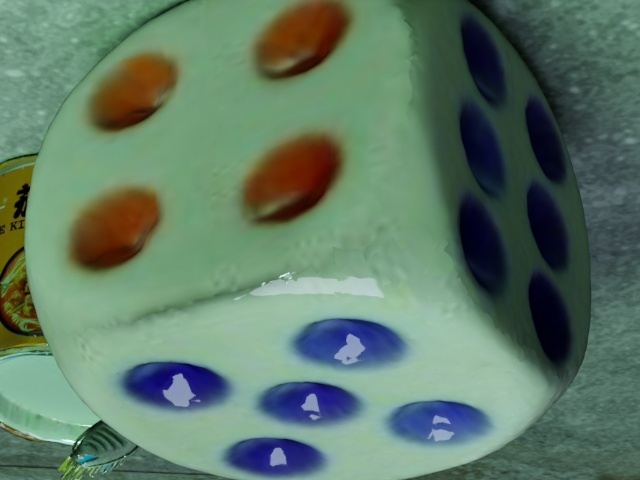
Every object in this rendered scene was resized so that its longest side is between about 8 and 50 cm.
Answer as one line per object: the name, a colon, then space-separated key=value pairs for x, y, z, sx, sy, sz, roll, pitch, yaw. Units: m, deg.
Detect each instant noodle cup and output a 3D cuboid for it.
instant noodle cup: x=-0.196 y=0.056 z=1.459 sx=0.216 sy=0.172 sz=0.215 roll=3 pitch=148 yaw=2

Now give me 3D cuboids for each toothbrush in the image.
toothbrush: x=-0.057 y=0.113 z=1.459 sx=0.413 sy=0.035 sz=0.042 roll=-21 pitch=159 yaw=-50

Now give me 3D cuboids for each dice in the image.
dice: x=0.000 y=0.000 z=1.265 sx=0.304 sy=0.277 sz=0.304 roll=-14 pitch=143 yaw=26
